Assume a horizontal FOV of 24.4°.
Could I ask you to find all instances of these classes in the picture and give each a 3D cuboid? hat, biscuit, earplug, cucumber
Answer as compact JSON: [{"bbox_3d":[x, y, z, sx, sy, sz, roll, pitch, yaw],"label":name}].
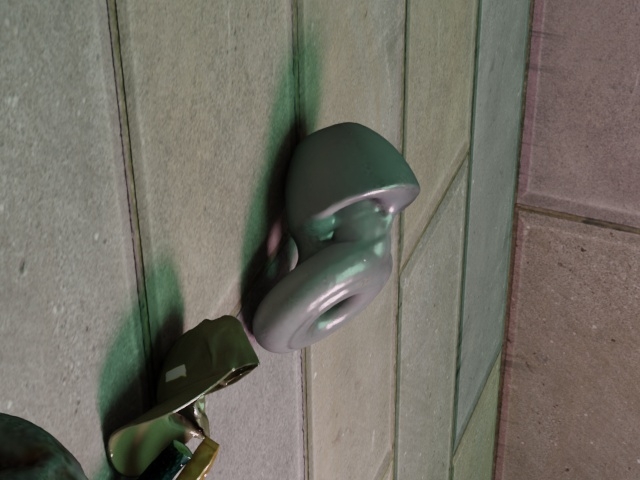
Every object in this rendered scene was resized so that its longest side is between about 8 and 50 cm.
[{"bbox_3d":[-0.173,0.166,1.660,0.173,0.144,0.166,-2,142,-33],"label":"hat"},{"bbox_3d":[-0.188,0.326,1.669,0.236,0.040,0.144,-56,172,-34],"label":"biscuit"},{"bbox_3d":[0.011,0.005,1.962,0.214,0.175,0.325,5,107,-67],"label":"earplug"},{"bbox_3d":[-0.194,0.275,1.631,0.133,0.032,0.032,-48,166,10],"label":"cucumber"}]

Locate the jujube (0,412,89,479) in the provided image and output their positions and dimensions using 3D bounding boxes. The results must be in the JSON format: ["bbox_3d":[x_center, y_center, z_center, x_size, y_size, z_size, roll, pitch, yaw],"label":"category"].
[{"bbox_3d":[-0.278,0.286,1.170,0.226,0.226,0.317,-53,156,-52],"label":"jujube"}]
